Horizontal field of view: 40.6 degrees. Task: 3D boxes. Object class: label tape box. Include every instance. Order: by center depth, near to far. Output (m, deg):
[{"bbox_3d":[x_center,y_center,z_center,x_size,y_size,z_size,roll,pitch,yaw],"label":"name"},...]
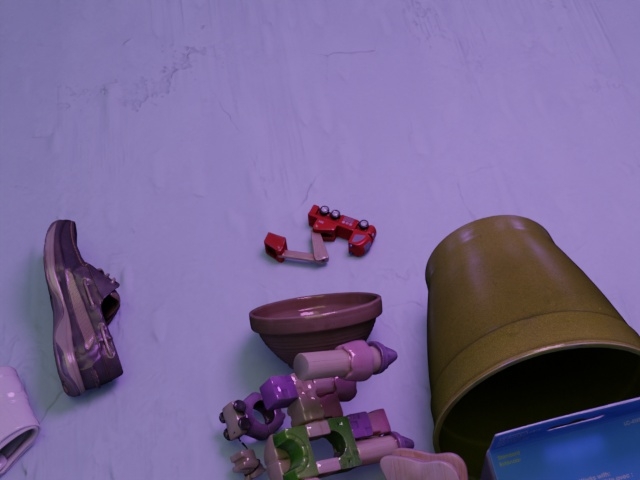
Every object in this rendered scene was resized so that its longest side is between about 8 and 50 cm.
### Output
[{"bbox_3d":[0.368,0.362,1.263,0.249,0.347,0.115,-13,57,-5],"label":"label tape box"}]

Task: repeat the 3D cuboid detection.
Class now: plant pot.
[{"bbox_3d":[0.327,0.154,1.433,0.366,0.366,0.353,-9,45,-2],"label":"plant pot"},{"bbox_3d":[-0.002,0.164,1.534,0.237,0.237,0.109,-8,94,-2],"label":"plant pot"}]

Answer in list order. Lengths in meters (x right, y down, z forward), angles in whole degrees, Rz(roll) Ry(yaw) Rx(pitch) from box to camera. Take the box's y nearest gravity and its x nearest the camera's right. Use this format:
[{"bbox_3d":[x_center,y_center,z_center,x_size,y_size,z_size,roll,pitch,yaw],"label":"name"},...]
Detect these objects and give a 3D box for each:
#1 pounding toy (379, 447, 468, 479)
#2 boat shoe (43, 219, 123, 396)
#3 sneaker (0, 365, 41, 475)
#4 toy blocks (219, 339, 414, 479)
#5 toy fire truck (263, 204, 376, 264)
[{"bbox_3d":[0.156,0.418,1.199,0.154,0.155,0.269,-19,81,16],"label":"pounding toy"},{"bbox_3d":[-0.440,0.120,1.631,0.130,0.132,0.355,-9,64,-14],"label":"boat shoe"},{"bbox_3d":[-0.632,0.352,1.485,0.292,0.108,0.169,-30,56,-17],"label":"sneaker"},{"bbox_3d":[0.042,0.337,1.414,0.260,0.309,0.288,-1,62,-37],"label":"toy blocks"},{"bbox_3d":[0.000,0.000,1.713,0.192,0.047,0.135,21,60,16],"label":"toy fire truck"}]
